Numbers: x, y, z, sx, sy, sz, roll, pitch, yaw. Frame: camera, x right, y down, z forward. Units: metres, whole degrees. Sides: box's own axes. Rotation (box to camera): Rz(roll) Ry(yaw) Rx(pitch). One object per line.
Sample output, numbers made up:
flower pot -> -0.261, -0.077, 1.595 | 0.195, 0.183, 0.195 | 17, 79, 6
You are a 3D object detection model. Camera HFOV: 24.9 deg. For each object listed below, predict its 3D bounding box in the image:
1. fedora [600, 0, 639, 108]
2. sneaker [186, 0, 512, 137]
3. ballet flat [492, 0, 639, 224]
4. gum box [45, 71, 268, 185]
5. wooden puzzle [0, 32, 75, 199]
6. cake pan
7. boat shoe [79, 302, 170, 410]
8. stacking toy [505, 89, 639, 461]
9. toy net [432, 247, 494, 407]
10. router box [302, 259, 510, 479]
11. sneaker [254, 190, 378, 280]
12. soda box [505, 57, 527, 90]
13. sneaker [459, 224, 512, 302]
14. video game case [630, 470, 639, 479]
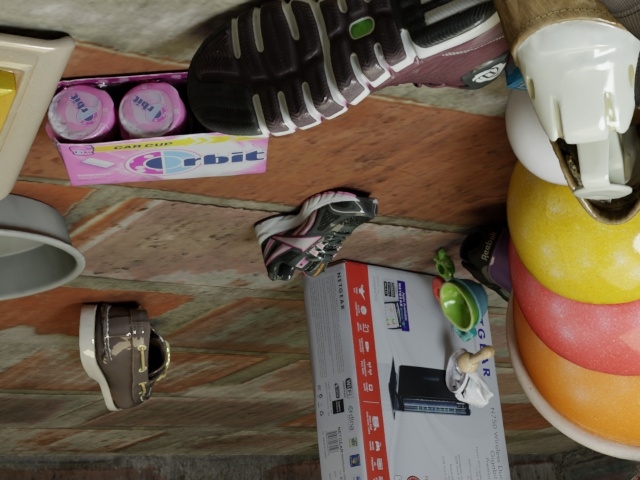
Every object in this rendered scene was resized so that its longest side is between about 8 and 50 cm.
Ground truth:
fedora -> 0.197, -0.212, 0.800 | 0.124, 0.243, 0.275 | 27, 160, -6
sneaker -> 0.046, -0.136, 1.139 | 0.281, 0.106, 0.162 | -15, 164, 27
ballet flat -> 0.192, -0.105, 1.033 | 0.116, 0.124, 0.342 | -3, 156, 16
gum box -> -0.142, -0.098, 1.267 | 0.189, 0.062, 0.107 | -5, 164, -5
wooden puzzle -> -0.335, -0.095, 1.155 | 0.239, 0.044, 0.221 | 1, 147, -27
cake pan -> -0.403, 0.010, 1.565 | 0.293, 0.054, 0.293 | -6, 164, -2
boat shoe -> -0.266, 0.168, 2.058 | 0.097, 0.116, 0.324 | -3, 158, 2
stacking toy -> 0.298, -0.026, 1.397 | 0.351, 0.350, 0.480 | -11, 145, 18
toy net -> 0.176, 0.128, 1.890 | 0.045, 0.122, 0.232 | -26, 132, -26
router box -> 0.120, 0.210, 1.943 | 0.082, 0.335, 0.301 | -19, 160, 40
sneaker -> 0.000, 0.000, 1.633 | 0.072, 0.077, 0.178 | 6, 160, -38
soda box -> 0.229, -0.181, 1.108 | 0.071, 0.067, 0.210 | 5, 161, -32
sneaker -> 0.238, 0.021, 1.812 | 0.124, 0.107, 0.283 | 23, 174, 7
video game case -> 0.466, 0.218, 1.430 | 0.285, 0.025, 0.204 | -6, -163, 43
